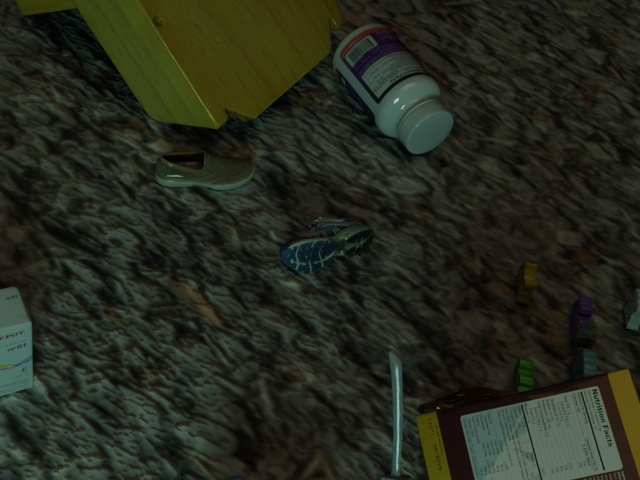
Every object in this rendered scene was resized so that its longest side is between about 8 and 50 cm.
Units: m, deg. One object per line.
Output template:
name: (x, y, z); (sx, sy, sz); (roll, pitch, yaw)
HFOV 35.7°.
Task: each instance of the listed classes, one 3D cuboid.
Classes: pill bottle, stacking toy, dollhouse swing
pill bottle: (0.109, -0.219, 1.453); (0.108, 0.108, 0.193); (-17, 55, -27)
stacking toy: (0.324, 0.132, 1.235); (0.166, 0.052, 0.221); (13, 49, 0)
dollhouse swing: (-0.219, -0.330, 1.502); (0.315, 0.304, 0.347); (58, 47, -18)

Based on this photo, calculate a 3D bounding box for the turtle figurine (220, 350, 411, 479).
turtle figurine: (0.024, 0.298, 0.875); (0.266, 0.274, 0.198); (50, 19, 1)

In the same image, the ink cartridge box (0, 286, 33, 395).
ink cartridge box: (-0.346, 0.111, 1.022); (0.088, 0.122, 0.052); (-15, 54, -26)

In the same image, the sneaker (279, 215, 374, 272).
sneaker: (0.000, 0.000, 1.273); (0.135, 0.052, 0.058); (-13, 43, -34)

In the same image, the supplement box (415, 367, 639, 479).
supplement box: (0.205, 0.226, 0.925); (0.194, 0.191, 0.129); (-14, 64, 6)

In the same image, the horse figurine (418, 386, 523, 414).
horse figurine: (0.233, 0.242, 1.093); (0.174, 0.066, 0.263); (-23, 55, -37)

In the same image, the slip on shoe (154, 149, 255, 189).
slip on shoe: (-0.152, -0.099, 1.320); (0.135, 0.041, 0.051); (0, 49, -15)
